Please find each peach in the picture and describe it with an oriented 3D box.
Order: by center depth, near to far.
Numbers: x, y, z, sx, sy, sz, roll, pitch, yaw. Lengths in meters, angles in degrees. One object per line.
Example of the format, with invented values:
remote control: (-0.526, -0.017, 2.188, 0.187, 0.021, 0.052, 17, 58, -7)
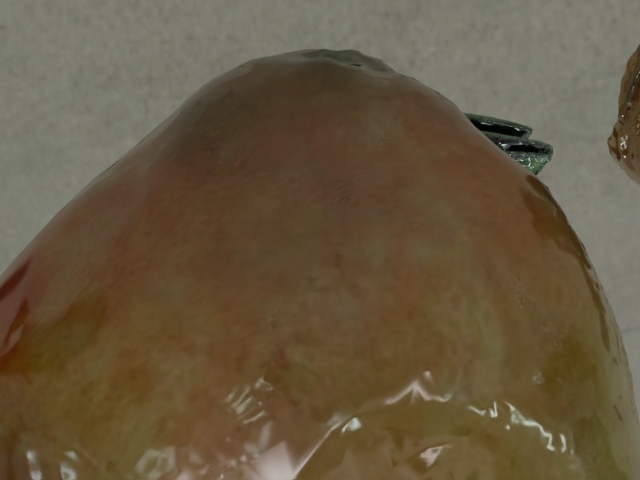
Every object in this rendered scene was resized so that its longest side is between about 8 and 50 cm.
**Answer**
peach: (-0.005, 0.065, 0.410, 0.214, 0.214, 0.235, 8, 109, -16)

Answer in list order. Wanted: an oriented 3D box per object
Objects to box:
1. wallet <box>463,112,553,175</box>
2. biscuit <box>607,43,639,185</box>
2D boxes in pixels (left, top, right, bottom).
wallet: (-0.001, -0.002, 0.817, 0.160, 0.055, 0.236, 3, 147, -32)
biscuit: (0.240, -0.125, 0.481, 0.339, 0.047, 0.216, -39, 144, 7)
